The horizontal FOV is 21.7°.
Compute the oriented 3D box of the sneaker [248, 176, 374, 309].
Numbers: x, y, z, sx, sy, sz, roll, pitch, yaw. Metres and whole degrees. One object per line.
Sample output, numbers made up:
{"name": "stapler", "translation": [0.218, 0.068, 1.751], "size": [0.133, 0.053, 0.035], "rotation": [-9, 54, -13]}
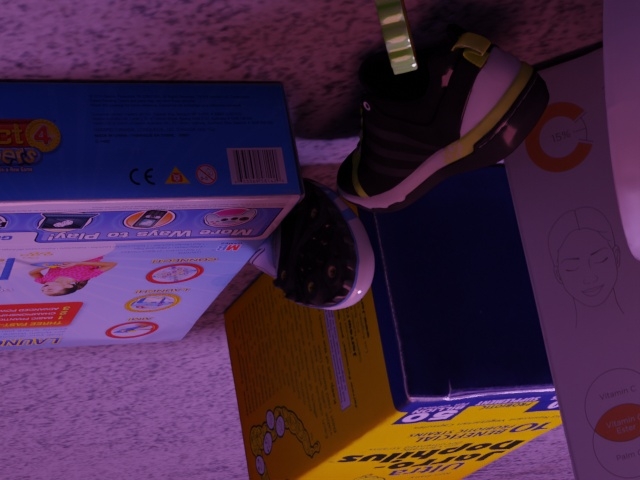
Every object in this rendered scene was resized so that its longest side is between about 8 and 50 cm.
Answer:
{"name": "sneaker", "translation": [0.000, 0.000, 1.196], "size": [0.086, 0.085, 0.237], "rotation": [13, -174, -19]}

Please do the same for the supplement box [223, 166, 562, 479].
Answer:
{"name": "supplement box", "translation": [0.072, 0.093, 1.440], "size": [0.194, 0.195, 0.356], "rotation": [-1, 159, -23]}

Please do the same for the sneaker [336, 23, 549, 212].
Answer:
{"name": "sneaker", "translation": [0.063, -0.092, 1.129], "size": [0.097, 0.084, 0.234], "rotation": [39, 152, -14]}

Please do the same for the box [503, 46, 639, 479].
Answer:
{"name": "box", "translation": [0.272, 0.039, 1.155], "size": [0.215, 0.345, 0.168], "rotation": [-17, 160, 21]}

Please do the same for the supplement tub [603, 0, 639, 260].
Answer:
{"name": "supplement tub", "translation": [0.336, -0.094, 0.939], "size": [0.324, 0.235, 0.235], "rotation": [-3, 164, 19]}

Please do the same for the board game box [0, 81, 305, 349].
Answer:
{"name": "board game box", "translation": [-0.207, -0.008, 1.181], "size": [0.308, 0.086, 0.302], "rotation": [-2, 159, -23]}

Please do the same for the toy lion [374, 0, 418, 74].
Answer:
{"name": "toy lion", "translation": [0.035, -0.142, 0.907], "size": [0.034, 0.096, 0.100], "rotation": [-12, 160, 7]}
